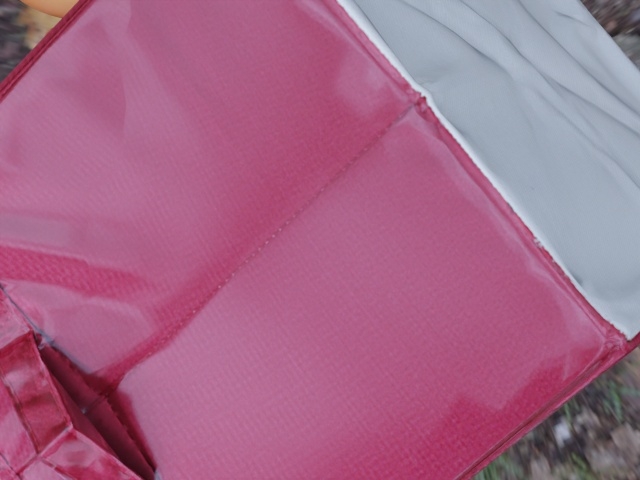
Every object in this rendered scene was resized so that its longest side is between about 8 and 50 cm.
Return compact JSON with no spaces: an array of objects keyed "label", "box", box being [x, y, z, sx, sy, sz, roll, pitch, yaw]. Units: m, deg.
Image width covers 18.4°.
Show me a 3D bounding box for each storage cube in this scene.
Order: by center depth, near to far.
[{"label":"storage cube","box":[0.000,0.000,0.654,0.193,0.215,0.183,-42,84,26]}]

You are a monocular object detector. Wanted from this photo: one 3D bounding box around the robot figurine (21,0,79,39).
[{"label":"robot figurine","box":[-0.137,-0.199,1.201,0.158,0.219,0.128,-41,93,9]}]
